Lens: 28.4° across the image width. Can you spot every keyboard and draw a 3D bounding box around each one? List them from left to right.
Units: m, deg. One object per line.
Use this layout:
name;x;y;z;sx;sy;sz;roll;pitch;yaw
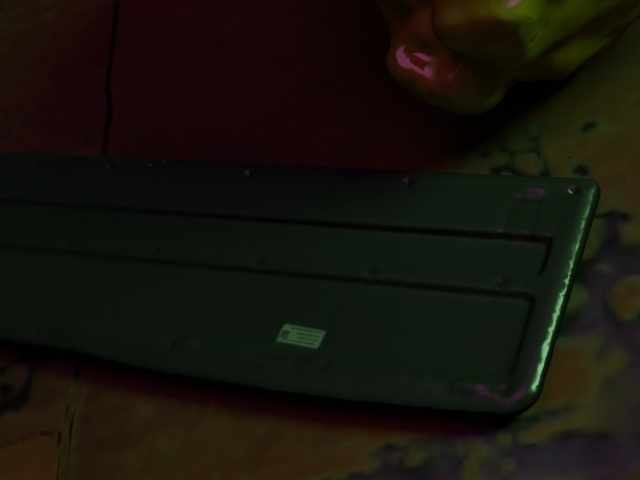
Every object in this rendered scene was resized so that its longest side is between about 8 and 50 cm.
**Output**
keyboard;0.007;0.008;0.445;0.381;0.041;0.103;1;55;35

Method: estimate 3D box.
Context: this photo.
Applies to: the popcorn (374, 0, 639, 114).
popcorn;0.067;-0.178;0.465;0.253;0.191;0.190;-56;18;-23
